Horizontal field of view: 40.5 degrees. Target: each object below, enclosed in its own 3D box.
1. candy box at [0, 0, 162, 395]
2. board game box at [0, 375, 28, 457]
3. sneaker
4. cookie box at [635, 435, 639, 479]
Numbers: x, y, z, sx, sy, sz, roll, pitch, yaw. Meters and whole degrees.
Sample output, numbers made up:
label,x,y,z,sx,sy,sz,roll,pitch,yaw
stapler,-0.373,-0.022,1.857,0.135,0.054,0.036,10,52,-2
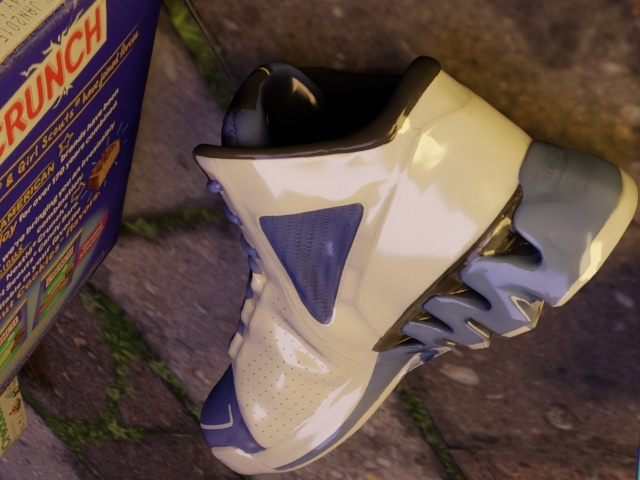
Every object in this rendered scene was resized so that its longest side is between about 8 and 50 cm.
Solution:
label,x,y,z,sx,sy,sz,roll,pitch,yaw
candy box,-0.208,-0.026,0.481,0.122,0.268,0.317,28,139,-1
board game box,-0.437,0.084,0.849,0.305,0.053,0.193,22,138,12
sneaker,0.001,-0.001,0.501,0.182,0.127,0.315,42,132,-6
cookie box,0.197,0.072,0.458,0.040,0.092,0.107,11,135,28
